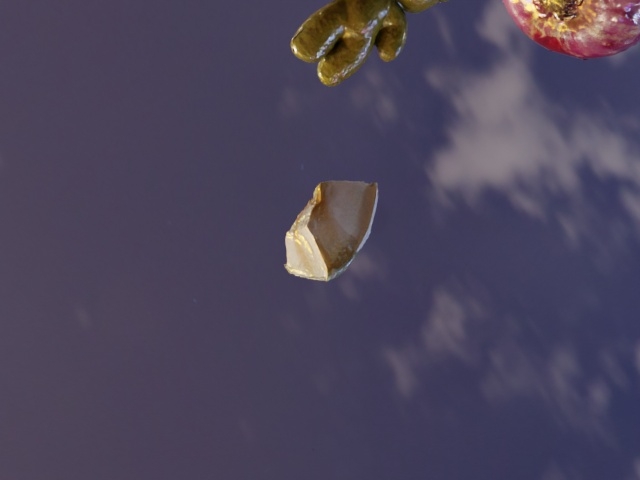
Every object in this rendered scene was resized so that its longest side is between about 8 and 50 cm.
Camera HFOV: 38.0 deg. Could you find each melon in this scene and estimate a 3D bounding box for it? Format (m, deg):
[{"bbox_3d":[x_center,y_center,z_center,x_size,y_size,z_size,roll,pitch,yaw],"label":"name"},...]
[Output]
[{"bbox_3d":[0.003,0.004,1.307,0.093,0.202,0.139,24,-142,-25],"label":"melon"}]

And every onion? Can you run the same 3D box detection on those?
[{"bbox_3d":[0.315,-0.309,1.119,0.207,0.200,0.201,8,-103,5],"label":"onion"}]

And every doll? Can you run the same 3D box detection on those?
[{"bbox_3d":[0.055,-0.278,1.083,0.209,0.097,0.137,-42,-73,5],"label":"doll"}]
